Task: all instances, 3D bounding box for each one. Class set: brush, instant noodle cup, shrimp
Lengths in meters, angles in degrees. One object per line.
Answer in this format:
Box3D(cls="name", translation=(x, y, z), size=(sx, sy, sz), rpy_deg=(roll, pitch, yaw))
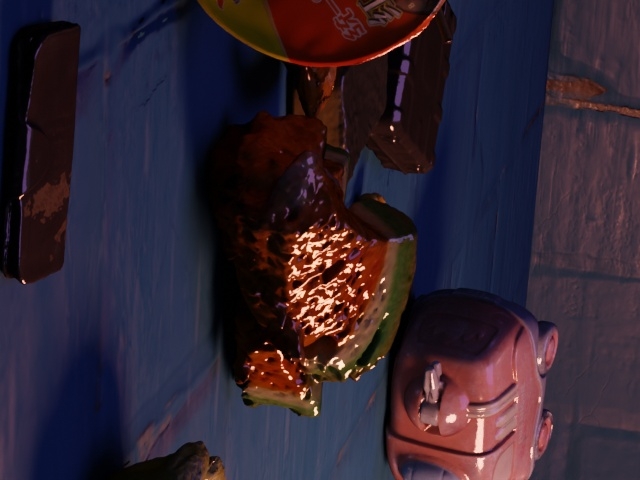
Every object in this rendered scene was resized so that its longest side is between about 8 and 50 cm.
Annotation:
Box3D(cls="brush", translation=(0.021, -0.143, 1.899), size=(0.197, 0.059, 0.123), rpy_deg=(-63, 155, -58))
Box3D(cls="instant noodle cup", translation=(0.008, -0.259, 1.475), size=(0.174, 0.213, 0.213), rpy_deg=(-77, 169, -60))
Box3D(cls="shrimp", translation=(-0.010, -0.233, 1.659), size=(0.222, 0.054, 0.290), rpy_deg=(-81, 171, -54))

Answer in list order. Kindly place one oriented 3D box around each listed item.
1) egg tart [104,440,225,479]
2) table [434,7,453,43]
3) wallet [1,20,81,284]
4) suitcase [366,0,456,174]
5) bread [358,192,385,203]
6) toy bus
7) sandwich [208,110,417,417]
Box3D(cls="egg tart", translation=(-0.124, 0.236, 1.429), size=(0.197, 0.078, 0.197), rpy_deg=(10, 90, -78))
Box3D(cls="table", translation=(0.085, -0.249, 1.767), size=(0.240, 0.121, 0.111), rpy_deg=(114, -36, -78))
Box3D(cls="wallet", translation=(-0.168, -0.053, 1.192), size=(0.082, 0.018, 0.157), rpy_deg=(-34, 131, -74))
Box3D(cls="suitcase", translation=(0.091, -0.191, 2.176), size=(0.285, 0.066, 0.206), rpy_deg=(37, 62, -76))
Box3D(cls="bread", translation=(0.051, -0.013, 2.177), size=(0.049, 0.033, 0.088), rpy_deg=(51, 42, -54))
Box3D(cls="toy bus", translation=(0.179, 0.217, 2.575), size=(0.232, 0.197, 0.294), rpy_deg=(-45, 143, -55))
Box3D(cls="sandwich", translation=(0.000, 0.000, 1.659), size=(0.301, 0.162, 0.250), rpy_deg=(69, 26, -71))
